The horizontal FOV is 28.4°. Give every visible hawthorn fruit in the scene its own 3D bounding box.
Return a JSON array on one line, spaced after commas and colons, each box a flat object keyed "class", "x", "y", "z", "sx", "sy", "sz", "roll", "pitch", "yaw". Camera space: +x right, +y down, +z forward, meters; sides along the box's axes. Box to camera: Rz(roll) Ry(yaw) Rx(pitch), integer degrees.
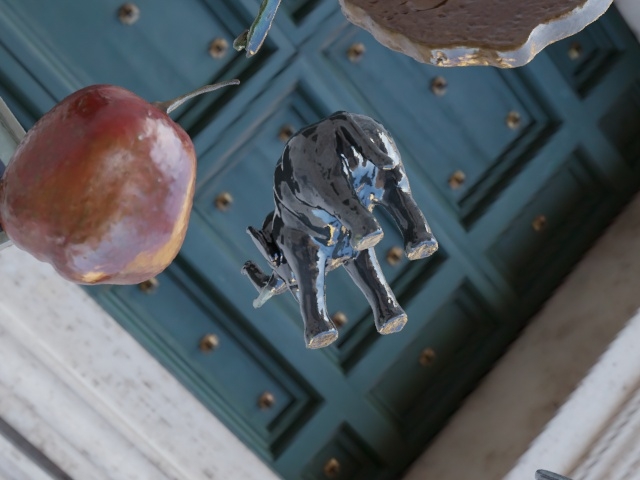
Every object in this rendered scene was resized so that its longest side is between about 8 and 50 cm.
[{"class": "hawthorn fruit", "x": -0.163, "y": -0.065, "z": 1.024, "sx": 0.203, "sy": 0.163, "sz": 0.162, "roll": -59, "pitch": -156, "yaw": 13}]

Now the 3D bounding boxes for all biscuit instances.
[{"class": "biscuit", "x": 0.172, "y": -0.274, "z": 1.374, "sx": 0.273, "sy": 0.049, "sz": 0.257, "roll": 27, "pitch": -123, "yaw": 36}]

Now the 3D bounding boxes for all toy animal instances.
[{"class": "toy animal", "x": 0.003, "y": 0.009, "z": 0.917, "sx": 0.082, "sy": 0.137, "sz": 0.269, "roll": -13, "pitch": 155, "yaw": -26}]

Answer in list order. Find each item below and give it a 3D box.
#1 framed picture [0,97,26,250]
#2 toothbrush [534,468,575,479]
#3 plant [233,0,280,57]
[{"class": "framed picture", "x": -0.408, "y": -0.046, "z": 1.239, "sx": 0.281, "sy": 0.209, "sz": 0.019, "roll": -30, "pitch": 160, "yaw": -29}, {"class": "toothbrush", "x": 0.235, "y": 0.194, "z": 0.790, "sx": 0.321, "sy": 0.023, "sz": 0.031, "roll": 9, "pitch": -85, "yaw": 61}, {"class": "plant", "x": 0.022, "y": -0.392, "z": 1.488, "sx": 0.251, "sy": 0.180, "sz": 0.333, "roll": 126, "pitch": -29, "yaw": -51}]
